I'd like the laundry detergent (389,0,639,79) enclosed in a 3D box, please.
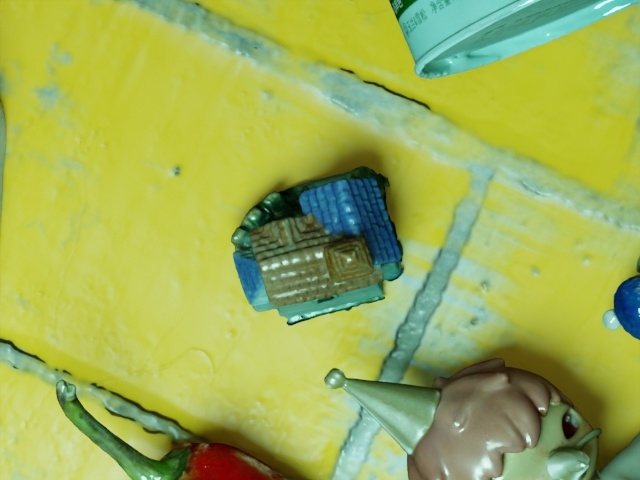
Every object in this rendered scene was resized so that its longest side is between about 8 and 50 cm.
[{"bbox_3d":[0.151,-0.325,1.557,0.287,0.287,0.305,-23,86,-1],"label":"laundry detergent"}]

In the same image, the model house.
[{"bbox_3d":[0.000,0.000,1.602,0.148,0.148,0.119,-14,85,-3],"label":"model house"}]

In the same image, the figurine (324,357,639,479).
[{"bbox_3d":[0.184,0.195,1.581,0.387,0.166,0.207,37,70,0],"label":"figurine"}]

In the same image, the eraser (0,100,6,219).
[{"bbox_3d":[-0.427,0.001,1.606,0.331,0.150,0.331,0,87,-2],"label":"eraser"}]

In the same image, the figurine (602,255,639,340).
[{"bbox_3d":[0.365,0.020,1.613,0.262,0.121,0.164,-35,90,0],"label":"figurine"}]

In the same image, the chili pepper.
[{"bbox_3d":[-0.089,0.233,1.595,0.338,0.131,0.134,35,112,-1],"label":"chili pepper"}]
